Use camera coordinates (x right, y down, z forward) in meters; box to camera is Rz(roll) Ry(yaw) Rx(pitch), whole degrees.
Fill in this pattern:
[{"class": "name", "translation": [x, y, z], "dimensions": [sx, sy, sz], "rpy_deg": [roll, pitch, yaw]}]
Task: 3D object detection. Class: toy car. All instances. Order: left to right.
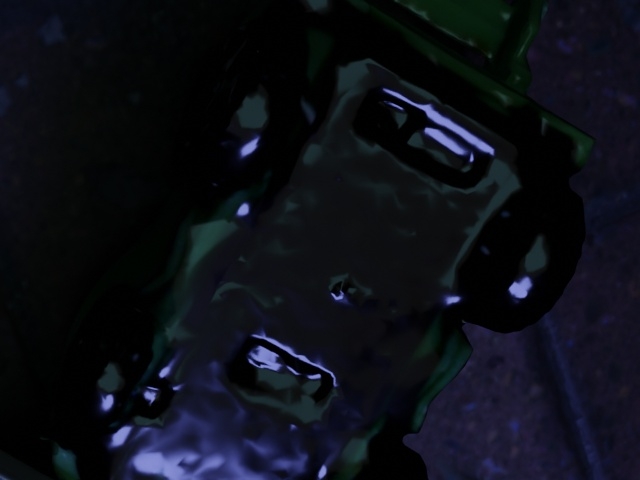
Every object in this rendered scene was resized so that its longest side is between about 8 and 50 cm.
[{"class": "toy car", "translation": [0.000, 0.000, 0.896], "dimensions": [0.213, 0.176, 0.359], "rpy_deg": [26, 100, -20]}]

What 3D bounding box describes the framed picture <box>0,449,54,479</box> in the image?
[{"class": "framed picture", "translation": [-0.199, 0.180, 0.883], "dimensions": [0.265, 0.018, 0.192], "rpy_deg": [34, 123, -21]}]
